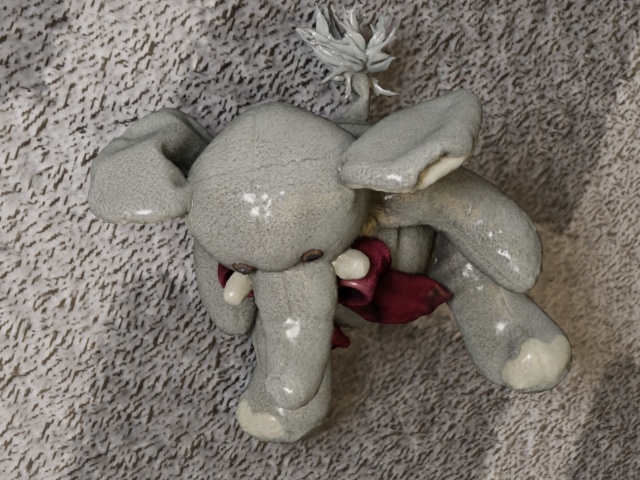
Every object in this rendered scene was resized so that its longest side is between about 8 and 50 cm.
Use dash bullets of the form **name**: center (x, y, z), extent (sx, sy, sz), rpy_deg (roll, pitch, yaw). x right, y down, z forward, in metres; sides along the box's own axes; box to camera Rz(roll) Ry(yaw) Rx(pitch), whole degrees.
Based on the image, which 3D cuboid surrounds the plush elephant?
- **plush elephant**: center (0.000, 0.000, 0.948), extent (0.255, 0.272, 0.330), rpy_deg (-23, 105, -65)
